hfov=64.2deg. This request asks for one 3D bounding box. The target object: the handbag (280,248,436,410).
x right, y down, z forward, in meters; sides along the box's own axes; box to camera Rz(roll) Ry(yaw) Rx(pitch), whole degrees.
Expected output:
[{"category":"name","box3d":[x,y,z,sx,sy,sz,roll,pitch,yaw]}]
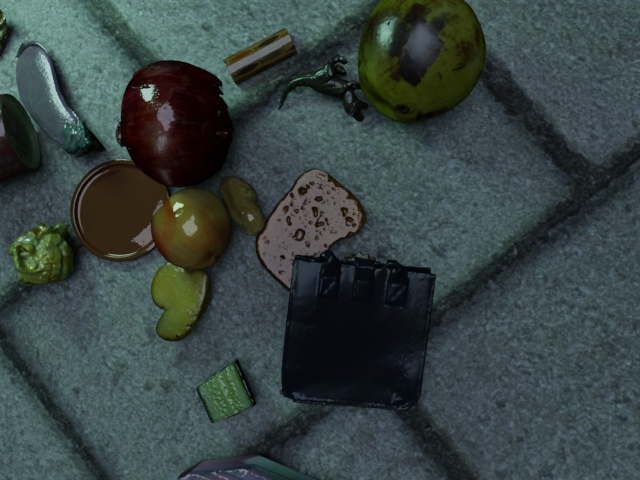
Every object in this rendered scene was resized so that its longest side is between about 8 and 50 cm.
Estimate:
[{"category":"handbag","box3d":[0.077,0.184,1.104,0.304,0.122,0.329,5,98,-1]}]

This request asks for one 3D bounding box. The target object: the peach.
[{"category":"peach","box3d":[-0.284,-0.023,1.140,0.184,0.184,0.184,0,86,4]}]

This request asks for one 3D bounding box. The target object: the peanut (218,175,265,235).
[{"category":"peanut","box3d":[-0.177,-0.085,1.172,0.080,0.080,0.174,-33,61,1]}]

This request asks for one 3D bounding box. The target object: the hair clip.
[{"category":"hair clip","box3d":[-0.653,-0.336,1.243,0.096,0.110,0.358,-32,78,-39]}]

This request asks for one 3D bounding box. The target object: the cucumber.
[{"category":"cucumber","box3d":[-0.212,0.345,1.172,0.116,0.062,0.115,-26,83,9]}]

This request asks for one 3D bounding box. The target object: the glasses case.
[{"category":"glasses case","box3d":[-0.147,-0.446,1.231,0.170,0.041,0.064,-27,86,1]}]

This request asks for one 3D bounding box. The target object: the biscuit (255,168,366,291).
[{"category":"biscuit","box3d":[0.000,0.000,1.187,0.262,0.052,0.277,34,89,1]}]

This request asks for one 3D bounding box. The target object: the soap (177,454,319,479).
[{"category":"soap","box3d":[-0.159,0.574,1.105,0.324,0.109,0.192,24,84,-5]}]

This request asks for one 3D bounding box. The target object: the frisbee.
[{"category":"frisbee","box3d":[-0.482,-0.073,1.237,0.251,0.021,0.250,0,85,4]}]

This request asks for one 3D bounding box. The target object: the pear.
[{"category":"pear","box3d":[0.207,-0.394,1.094,0.284,0.283,0.283,0,86,4]}]

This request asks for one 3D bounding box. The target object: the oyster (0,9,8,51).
[{"category":"oyster","box3d":[-0.839,-0.517,1.276,0.108,0.053,0.165,33,96,15]}]

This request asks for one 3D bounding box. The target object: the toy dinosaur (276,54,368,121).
[{"category":"toy dinosaur","box3d":[0.011,-0.333,1.191,0.187,0.087,0.179,43,88,7]}]

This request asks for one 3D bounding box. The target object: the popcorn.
[{"category":"popcorn","box3d":[-0.648,0.039,1.196,0.141,0.162,0.135,-27,121,23]}]

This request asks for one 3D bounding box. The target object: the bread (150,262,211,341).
[{"category":"bread","box3d":[-0.331,0.140,1.197,0.150,0.065,0.187,21,91,15]}]

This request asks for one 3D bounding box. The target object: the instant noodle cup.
[{"category":"instant noodle cup","box3d":[-0.778,-0.231,1.175,0.179,0.235,0.234,-14,85,-7]}]

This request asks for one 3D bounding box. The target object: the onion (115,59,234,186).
[{"category":"onion","box3d":[-0.317,-0.252,1.118,0.276,0.276,0.276,0,86,4]}]
